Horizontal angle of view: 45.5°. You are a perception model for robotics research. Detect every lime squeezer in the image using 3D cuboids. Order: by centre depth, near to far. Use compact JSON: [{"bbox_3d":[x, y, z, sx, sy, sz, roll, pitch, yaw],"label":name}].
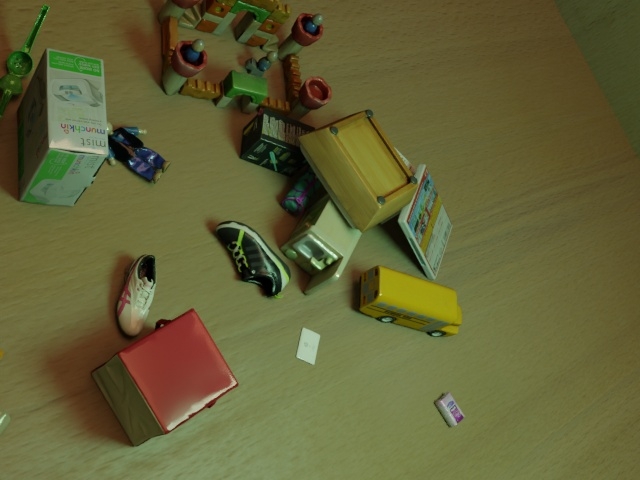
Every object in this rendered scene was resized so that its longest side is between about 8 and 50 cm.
[{"bbox_3d":[-0.668,-0.374,1.694,0.059,0.110,0.310,35,55,-40],"label":"lime squeezer"}]

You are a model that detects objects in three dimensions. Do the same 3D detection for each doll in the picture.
[{"bbox_3d":[-0.449,-0.220,1.813,0.189,0.046,0.129,36,61,-9],"label":"doll"}]

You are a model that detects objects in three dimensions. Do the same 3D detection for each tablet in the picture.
[{"bbox_3d":[-0.030,0.264,1.909,0.054,0.006,0.083,27,55,-22],"label":"tablet"}]

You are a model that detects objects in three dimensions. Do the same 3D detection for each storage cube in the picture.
[{"bbox_3d":[-0.325,0.283,1.575,0.193,0.183,0.215,-31,89,-39],"label":"storage cube"}]

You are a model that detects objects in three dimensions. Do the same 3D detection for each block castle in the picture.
[{"bbox_3d":[-0.193,-0.513,2.027,0.453,0.213,0.303,9,64,-32],"label":"block castle"}]

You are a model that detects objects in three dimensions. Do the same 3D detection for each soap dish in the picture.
[{"bbox_3d":[0.107,-0.189,1.955,0.229,0.118,0.291,-30,85,-44],"label":"soap dish"}]

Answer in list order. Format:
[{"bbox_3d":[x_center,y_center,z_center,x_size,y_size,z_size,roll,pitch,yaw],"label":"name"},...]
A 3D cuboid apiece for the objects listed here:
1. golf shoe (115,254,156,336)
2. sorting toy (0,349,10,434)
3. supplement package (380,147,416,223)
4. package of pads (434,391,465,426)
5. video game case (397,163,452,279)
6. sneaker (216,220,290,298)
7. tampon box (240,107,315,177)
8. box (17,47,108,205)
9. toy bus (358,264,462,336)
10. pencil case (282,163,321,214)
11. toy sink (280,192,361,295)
[{"bbox_3d":[-0.399,0.117,1.665,0.067,0.086,0.186,17,61,-30],"label":"golf shoe"},{"bbox_3d":[-0.694,0.338,1.377,0.196,0.047,0.348,44,51,-16],"label":"sorting toy"},{"bbox_3d":[0.156,-0.191,2.170,0.244,0.139,0.134,43,49,-11],"label":"supplement package"},{"bbox_3d":[0.351,0.459,2.071,0.050,0.032,0.083,-31,88,-38],"label":"package of pads"},{"bbox_3d":[0.303,-0.049,2.174,0.285,0.025,0.204,57,47,-45],"label":"video game case"},{"bbox_3d":[-0.169,0.050,1.861,0.234,0.084,0.097,42,52,-12],"label":"sneaker"},{"bbox_3d":[-0.113,-0.259,2.022,0.161,0.120,0.101,18,60,-28],"label":"tampon box"},{"bbox_3d":[-0.546,-0.228,1.608,0.126,0.262,0.231,5,67,-33],"label":"box"},{"bbox_3d":[0.257,0.170,2.076,0.332,0.130,0.108,18,59,-28],"label":"toy bus"},{"bbox_3d":[-0.043,-0.137,2.049,0.064,0.070,0.152,42,52,-12],"label":"pencil case"},{"bbox_3d":[0.000,0.000,1.961,0.131,0.153,0.234,39,53,-14],"label":"toy sink"}]
